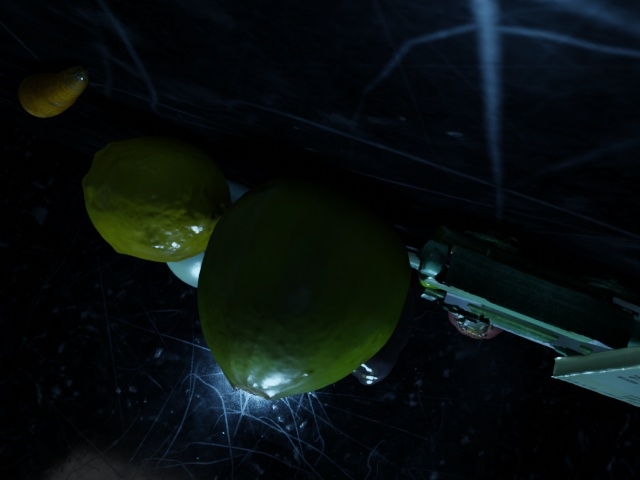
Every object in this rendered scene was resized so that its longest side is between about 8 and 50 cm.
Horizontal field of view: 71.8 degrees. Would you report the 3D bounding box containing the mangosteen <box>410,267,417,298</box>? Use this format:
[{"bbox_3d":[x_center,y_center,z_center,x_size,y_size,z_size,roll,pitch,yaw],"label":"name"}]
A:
[{"bbox_3d":[0.248,0.150,1.574,0.215,0.215,0.257,20,-149,23],"label":"mangosteen"}]

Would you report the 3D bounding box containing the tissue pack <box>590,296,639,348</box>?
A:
[{"bbox_3d":[0.465,0.134,0.722,0.085,0.079,0.111,22,177,-2],"label":"tissue pack"}]

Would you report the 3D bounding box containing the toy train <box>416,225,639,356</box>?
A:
[{"bbox_3d":[0.267,0.077,0.609,0.308,0.126,0.189,20,176,-1],"label":"toy train"}]

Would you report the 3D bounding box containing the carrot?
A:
[{"bbox_3d":[-0.358,-0.211,0.609,0.257,0.061,0.061,6,167,43],"label":"carrot"}]

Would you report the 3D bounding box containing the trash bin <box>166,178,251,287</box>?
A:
[{"bbox_3d":[-0.331,-0.046,1.208,0.281,0.280,0.432,23,179,-36],"label":"trash bin"}]

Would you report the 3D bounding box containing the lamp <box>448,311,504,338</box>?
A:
[{"bbox_3d":[0.476,0.210,1.334,0.182,0.140,0.181,17,131,21],"label":"lamp"}]

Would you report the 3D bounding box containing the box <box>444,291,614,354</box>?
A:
[{"bbox_3d":[0.404,0.136,0.871,0.261,0.110,0.194,19,178,-4],"label":"box"}]

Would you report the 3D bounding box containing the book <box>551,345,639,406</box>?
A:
[{"bbox_3d":[0.413,0.129,0.420,0.202,0.026,0.289,20,151,-15],"label":"book"}]

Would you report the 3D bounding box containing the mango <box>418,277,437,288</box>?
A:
[{"bbox_3d":[0.392,0.141,1.534,0.108,0.056,0.073,19,-177,-20],"label":"mango"}]

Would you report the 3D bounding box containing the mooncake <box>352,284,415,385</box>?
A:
[{"bbox_3d":[0.008,0.116,0.958,0.382,0.350,0.212,23,176,-1],"label":"mooncake"}]

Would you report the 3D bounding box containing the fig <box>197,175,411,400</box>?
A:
[{"bbox_3d":[-0.033,0.077,0.697,0.344,0.343,0.343,21,177,1],"label":"fig"}]

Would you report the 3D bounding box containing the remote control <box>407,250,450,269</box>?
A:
[{"bbox_3d":[0.252,0.055,1.174,0.234,0.038,0.098,19,177,23],"label":"remote control"}]

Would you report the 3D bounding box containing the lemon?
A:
[{"bbox_3d":[-0.284,-0.074,0.784,0.288,0.233,0.234,17,175,37],"label":"lemon"}]
